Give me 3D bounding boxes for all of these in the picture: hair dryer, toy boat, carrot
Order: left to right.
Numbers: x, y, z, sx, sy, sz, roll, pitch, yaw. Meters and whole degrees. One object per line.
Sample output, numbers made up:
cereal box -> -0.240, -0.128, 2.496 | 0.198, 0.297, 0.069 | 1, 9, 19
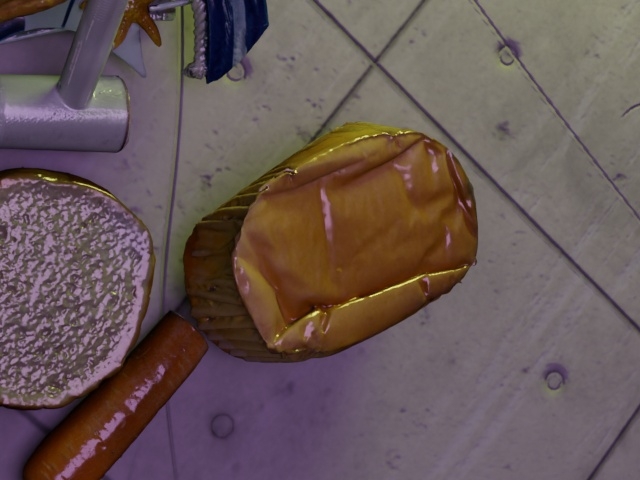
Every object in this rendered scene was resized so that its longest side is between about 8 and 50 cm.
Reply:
hair dryer -> -0.217, -0.159, 1.512 | 0.131, 0.236, 0.073 | 0, 60, -25
toy boat -> -0.201, -0.239, 1.594 | 0.291, 0.067, 0.220 | -11, 107, -4
carrot -> -0.197, 0.166, 1.616 | 0.067, 0.067, 0.225 | 48, 72, -19

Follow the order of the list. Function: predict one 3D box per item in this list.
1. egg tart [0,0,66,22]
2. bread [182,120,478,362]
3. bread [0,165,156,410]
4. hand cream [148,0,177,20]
egg tart -> -0.330, -0.397, 1.452 | 0.443, 0.178, 0.443 | -2, 94, -34
bread -> 0.000, 0.000, 1.653 | 0.288, 0.156, 0.204 | -33, 110, -28
bread -> -0.268, 0.043, 1.576 | 0.236, 0.070, 0.236 | -2, 94, -25
hand cream -> -0.169, -0.307, 1.623 | 0.067, 0.042, 0.194 | -5, 99, -28
